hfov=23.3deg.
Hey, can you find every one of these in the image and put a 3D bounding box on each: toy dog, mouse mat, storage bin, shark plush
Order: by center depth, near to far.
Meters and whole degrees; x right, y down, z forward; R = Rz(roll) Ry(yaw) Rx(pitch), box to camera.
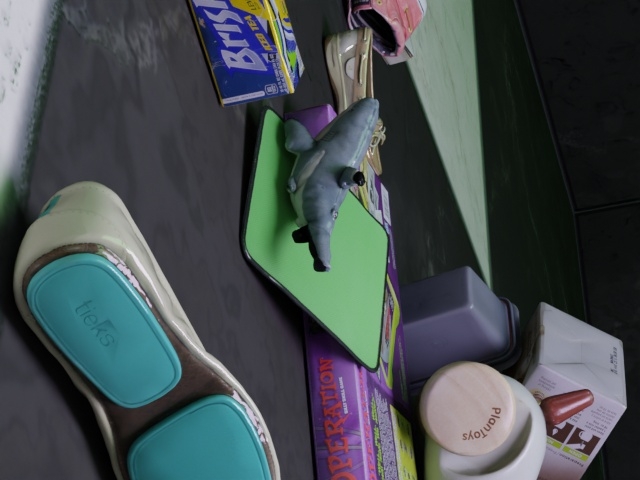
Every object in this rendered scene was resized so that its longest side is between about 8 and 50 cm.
[{"bbox_3d":[0.005,-0.047,1.186,0.073,0.067,0.161,56,33,-26],"label":"shark plush"},{"bbox_3d":[0.000,0.000,1.227,0.190,0.007,0.153,46,38,-38],"label":"mouse mat"},{"bbox_3d":[0.176,0.253,1.394,0.220,0.161,0.334,-93,178,-73],"label":"toy dog"},{"bbox_3d":[0.118,0.078,1.531,0.091,0.135,0.098,53,28,-42],"label":"storage bin"}]

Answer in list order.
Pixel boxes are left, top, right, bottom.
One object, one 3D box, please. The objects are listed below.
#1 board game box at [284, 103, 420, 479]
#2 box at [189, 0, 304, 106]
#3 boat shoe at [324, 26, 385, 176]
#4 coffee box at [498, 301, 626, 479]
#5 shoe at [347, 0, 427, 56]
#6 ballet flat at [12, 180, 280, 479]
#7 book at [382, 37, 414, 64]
[{"bbox_3d":[0.032,0.080,1.345,0.208,0.056,0.347,59,24,-65],"label":"board game box"},{"bbox_3d":[-0.064,-0.186,1.124,0.054,0.059,0.169,-71,147,-62],"label":"box"},{"bbox_3d":[0.043,-0.133,1.539,0.056,0.048,0.153,-31,109,-75],"label":"boat shoe"},{"bbox_3d":[0.204,0.207,1.552,0.247,0.098,0.141,-63,-178,24],"label":"coffee box"},{"bbox_3d":[0.051,-0.282,1.653,0.178,0.063,0.081,55,43,-30],"label":"shoe"},{"bbox_3d":[-0.087,0.072,0.815,0.086,0.086,0.248,-83,157,-51],"label":"ballet flat"},{"bbox_3d":[0.067,-0.278,1.793,0.144,0.035,0.096,42,38,-64],"label":"book"}]
